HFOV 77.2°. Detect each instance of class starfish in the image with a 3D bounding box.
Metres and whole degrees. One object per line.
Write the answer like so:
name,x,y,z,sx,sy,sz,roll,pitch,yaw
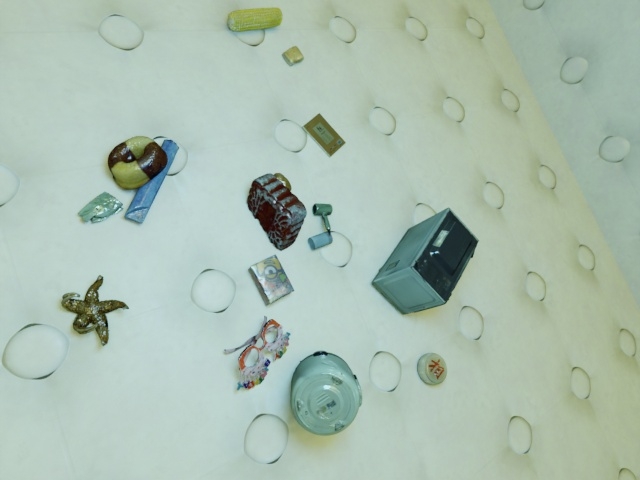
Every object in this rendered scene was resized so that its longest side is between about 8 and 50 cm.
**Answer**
starfish,-0.632,0.203,1.141,0.146,0.074,0.190,-27,86,-29

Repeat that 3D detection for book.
book,0.017,-0.448,1.702,0.172,0.012,0.118,47,60,-6

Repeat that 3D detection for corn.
corn,-0.274,-0.926,1.678,0.248,0.081,0.081,-25,85,-30

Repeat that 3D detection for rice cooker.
rice cooker,0.014,0.478,1.271,0.226,0.244,0.226,0,87,-5

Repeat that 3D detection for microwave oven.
microwave oven,0.421,0.092,1.572,0.218,0.286,0.355,46,56,-7

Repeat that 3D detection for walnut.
walnut,-0.156,-0.207,1.505,0.079,0.082,0.096,-44,98,-2

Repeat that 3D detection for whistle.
whistle,-0.551,-0.197,1.318,0.062,0.062,0.304,24,65,-17

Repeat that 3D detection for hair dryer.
hair dryer,0.022,-0.080,1.543,0.071,0.047,0.150,-1,54,-25

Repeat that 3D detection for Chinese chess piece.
Chinese chess piece,0.440,0.504,1.574,0.122,0.051,0.122,8,70,-23

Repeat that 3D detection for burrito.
burrito,-0.679,-0.095,1.235,0.074,0.044,0.118,48,56,-9

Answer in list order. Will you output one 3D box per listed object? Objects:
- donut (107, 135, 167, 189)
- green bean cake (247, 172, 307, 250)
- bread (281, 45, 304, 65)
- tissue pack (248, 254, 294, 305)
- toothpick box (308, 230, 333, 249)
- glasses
donut,-0.589,-0.256,1.277,0.184,0.073,0.166,-31,66,-12
green bean cake,-0.166,-0.107,1.438,0.233,0.198,0.097,47,50,13
bread,-0.118,-0.799,1.739,0.083,0.035,0.070,-39,92,-24
tissue pack,-0.171,0.136,1.394,0.108,0.060,0.148,-26,88,-29
toothpick box,0.000,0.000,1.525,0.083,0.052,0.052,-20,83,-29
glasses,-0.203,0.366,1.308,0.255,0.095,0.162,-46,123,-31
